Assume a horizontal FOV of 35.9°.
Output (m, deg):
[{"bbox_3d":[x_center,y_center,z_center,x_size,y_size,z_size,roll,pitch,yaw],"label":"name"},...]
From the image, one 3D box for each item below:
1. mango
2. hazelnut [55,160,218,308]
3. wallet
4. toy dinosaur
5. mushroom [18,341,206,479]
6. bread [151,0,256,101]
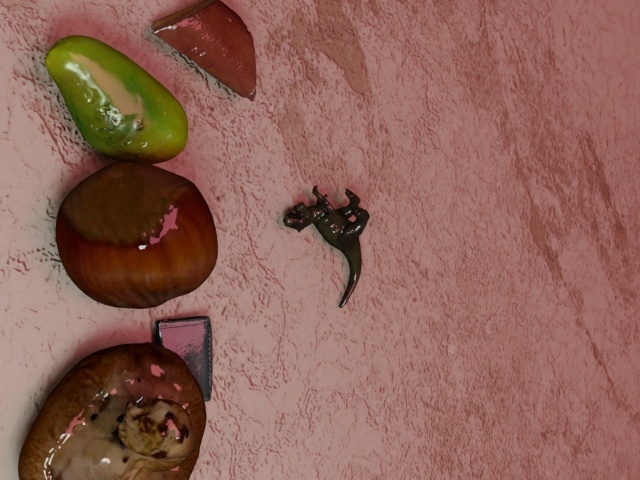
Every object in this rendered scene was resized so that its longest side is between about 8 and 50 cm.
[{"bbox_3d":[-0.279,-0.184,1.334,0.233,0.111,0.125,37,61,-38],"label":"mango"},{"bbox_3d":[-0.247,-0.010,1.332,0.210,0.210,0.186,-2,68,-42],"label":"hazelnut"},{"bbox_3d":[-0.201,0.178,1.460,0.088,0.026,0.129,-3,95,-31],"label":"wallet"},{"bbox_3d":[0.000,0.000,1.650,0.187,0.087,0.179,20,113,-25],"label":"toy dinosaur"},{"bbox_3d":[-0.257,0.282,1.307,0.267,0.254,0.267,-11,119,-20],"label":"mushroom"},{"bbox_3d":[-0.157,-0.304,1.470,0.192,0.067,0.119,30,71,-38],"label":"bread"}]
